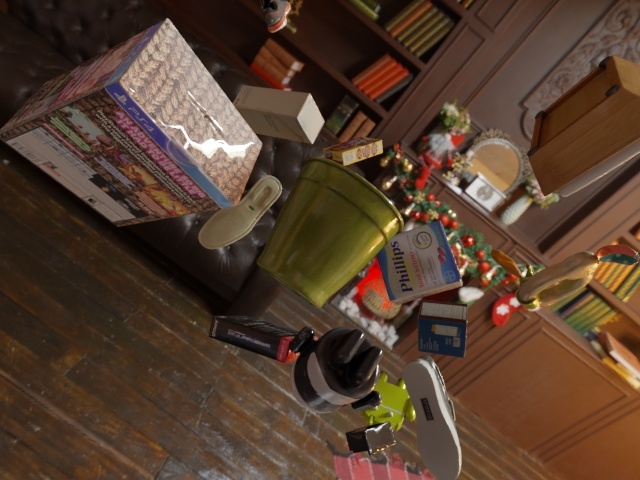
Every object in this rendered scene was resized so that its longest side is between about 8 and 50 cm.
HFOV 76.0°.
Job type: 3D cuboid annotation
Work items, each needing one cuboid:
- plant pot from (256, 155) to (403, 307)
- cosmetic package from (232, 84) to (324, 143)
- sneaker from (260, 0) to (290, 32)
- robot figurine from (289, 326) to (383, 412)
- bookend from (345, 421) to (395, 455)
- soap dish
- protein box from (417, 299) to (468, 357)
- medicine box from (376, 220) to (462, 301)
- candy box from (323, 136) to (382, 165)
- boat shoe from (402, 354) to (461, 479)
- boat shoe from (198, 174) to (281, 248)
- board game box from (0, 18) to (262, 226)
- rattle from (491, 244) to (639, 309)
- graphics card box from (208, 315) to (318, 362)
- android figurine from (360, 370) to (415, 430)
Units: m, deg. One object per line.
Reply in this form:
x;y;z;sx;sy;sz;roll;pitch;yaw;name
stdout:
0.000;0.000;1.250;0.366;0.353;0.366;35;-9;7;plant pot
-0.161;-0.475;1.539;0.310;0.113;0.160;18;-16;29;cosmetic package
-0.112;-0.562;0.977;0.065;0.061;0.157;50;25;-45;sneaker
0.035;0.316;1.001;0.174;0.278;0.209;2;58;-30;robot figurine
0.140;0.668;1.365;0.157;0.156;0.072;13;55;-50;bookend
0.544;-0.238;0.828;0.118;0.229;0.291;42;45;-4;soap dish
0.542;0.390;1.818;0.201;0.199;0.136;4;30;20;protein box
0.399;0.096;1.686;0.149;0.289;0.263;32;41;-66;medicine box
0.117;-0.319;1.456;0.187;0.053;0.109;-25;31;-28;candy box
0.218;0.326;0.761;0.070;0.078;0.219;-1;77;-53;boat shoe
-0.191;-0.062;0.983;0.084;0.233;0.079;50;-15;-12;boat shoe
-0.287;-0.158;0.645;0.232;0.291;0.141;52;42;-44;board game box
0.426;0.026;0.729;0.130;0.199;0.142;16;44;-14;rattle
-0.225;0.382;1.623;0.371;0.094;0.233;11;-4;26;graphics card box
0.259;0.645;1.635;0.248;0.056;0.273;18;31;17;android figurine
